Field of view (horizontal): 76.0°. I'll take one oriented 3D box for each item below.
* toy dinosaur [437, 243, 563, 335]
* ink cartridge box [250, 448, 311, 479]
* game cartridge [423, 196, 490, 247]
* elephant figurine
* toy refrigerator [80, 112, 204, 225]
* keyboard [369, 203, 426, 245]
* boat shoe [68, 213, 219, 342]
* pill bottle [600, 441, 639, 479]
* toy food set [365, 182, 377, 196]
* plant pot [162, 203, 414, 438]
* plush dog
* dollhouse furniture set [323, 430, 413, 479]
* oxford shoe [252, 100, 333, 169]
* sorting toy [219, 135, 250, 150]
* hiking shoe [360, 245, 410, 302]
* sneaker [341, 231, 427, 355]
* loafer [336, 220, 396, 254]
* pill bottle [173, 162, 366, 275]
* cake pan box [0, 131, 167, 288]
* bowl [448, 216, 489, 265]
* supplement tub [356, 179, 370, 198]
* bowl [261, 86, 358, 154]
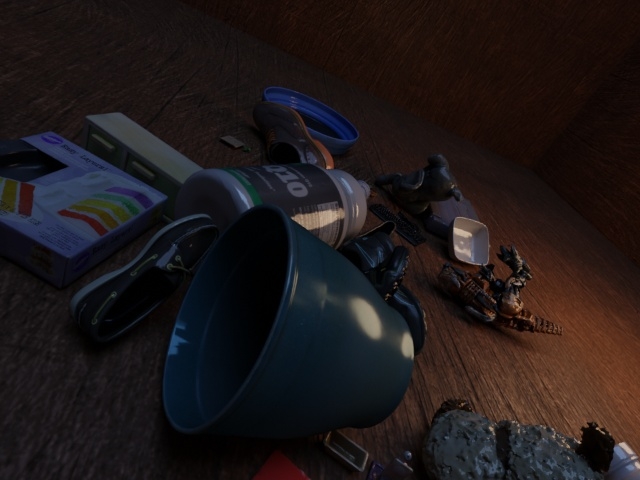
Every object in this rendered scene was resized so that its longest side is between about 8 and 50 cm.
[{"bbox_3d":[0.457,0.151,1.059,0.322,0.164,0.218,45,44,-9],"label":"toy dinosaur"},{"bbox_3d":[-0.032,0.338,0.409,0.181,0.056,0.224,37,33,13],"label":"ink cartridge box"},{"bbox_3d":[0.469,-0.093,1.475,0.230,0.068,0.355,29,30,-9],"label":"game cartridge"},{"bbox_3d":[0.318,-0.174,1.366,0.186,0.239,0.170,-46,114,-78],"label":"elephant figurine"},{"bbox_3d":[-0.338,-0.135,0.805,0.269,0.102,0.094,35,31,8],"label":"toy refrigerator"},{"bbox_3d":[0.246,-0.062,1.258,0.192,0.038,0.100,42,32,19],"label":"keyboard"},{"bbox_3d":[-0.225,0.049,0.570,0.068,0.081,0.227,29,59,34],"label":"boat shoe"},{"bbox_3d":[0.546,0.446,0.678,0.111,0.112,0.187,8,37,-32],"label":"pill bottle"},{"bbox_3d":[0.142,-0.166,1.346,0.122,0.019,0.078,11,35,-42],"label":"toy food set"},{"bbox_3d":[-0.023,0.128,0.542,0.255,0.272,0.272,28,27,-31],"label":"plant pot"},{"bbox_3d":[0.256,0.323,0.572,0.225,0.211,0.262,7,25,15],"label":"plush dog"},{"bbox_3d":[0.057,0.288,0.527,0.114,0.081,0.091,34,30,8],"label":"dollhouse furniture set"},{"bbox_3d":[-0.115,-0.310,1.239,0.132,0.130,0.364,-16,52,-43],"label":"oxford shoe"},{"bbox_3d":[-0.245,-0.279,1.188,0.083,0.012,0.062,30,25,8],"label":"sorting toy"},{"bbox_3d":[0.072,0.081,0.749,0.114,0.086,0.227,36,73,18],"label":"hiking shoe"},{"bbox_3d":[0.125,0.110,0.834,0.106,0.101,0.268,-9,60,-20],"label":"sneaker"},{"bbox_3d":[0.108,0.012,0.980,0.096,0.084,0.267,38,31,13],"label":"loafer"},{"bbox_3d":[-0.074,-0.045,0.794,0.204,0.204,0.361,43,32,22],"label":"pill bottle"},{"bbox_3d":[-0.432,-0.069,0.664,0.266,0.070,0.246,30,28,1],"label":"cake pan box"},{"bbox_3d":[0.449,0.008,1.265,0.142,0.053,0.142,14,71,-23],"label":"bowl"},{"bbox_3d":[0.101,-0.132,1.206,0.071,0.071,0.107,33,31,6],"label":"supplement tub"},{"bbox_3d":[-0.043,-0.452,1.557,0.390,0.077,0.391,21,32,-14],"label":"bowl"}]
